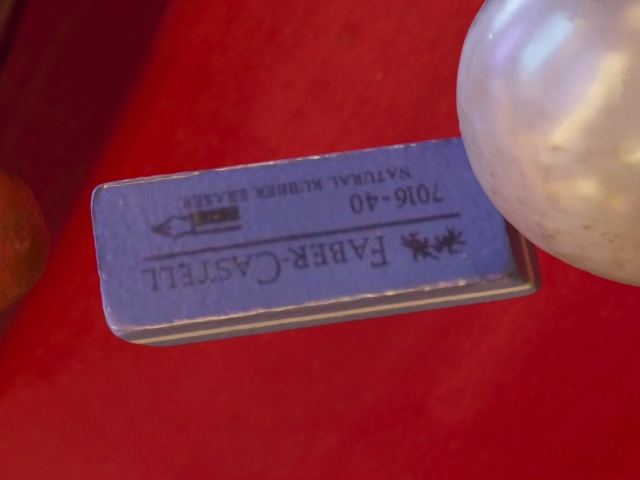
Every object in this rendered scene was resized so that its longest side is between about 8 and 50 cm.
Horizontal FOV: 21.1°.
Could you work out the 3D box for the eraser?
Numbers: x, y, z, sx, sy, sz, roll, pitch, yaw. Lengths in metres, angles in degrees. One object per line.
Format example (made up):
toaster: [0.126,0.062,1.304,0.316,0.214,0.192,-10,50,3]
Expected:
eraser: [0.000,0.000,0.869,0.225,0.082,0.036,-7,161,-6]

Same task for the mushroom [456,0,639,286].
mushroom: [0.149,-0.088,0.750,0.204,0.204,0.204,13,131,16]

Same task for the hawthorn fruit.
hawthorn fruit: [-0.175,-0.004,0.892,0.081,0.093,0.081,5,101,25]
